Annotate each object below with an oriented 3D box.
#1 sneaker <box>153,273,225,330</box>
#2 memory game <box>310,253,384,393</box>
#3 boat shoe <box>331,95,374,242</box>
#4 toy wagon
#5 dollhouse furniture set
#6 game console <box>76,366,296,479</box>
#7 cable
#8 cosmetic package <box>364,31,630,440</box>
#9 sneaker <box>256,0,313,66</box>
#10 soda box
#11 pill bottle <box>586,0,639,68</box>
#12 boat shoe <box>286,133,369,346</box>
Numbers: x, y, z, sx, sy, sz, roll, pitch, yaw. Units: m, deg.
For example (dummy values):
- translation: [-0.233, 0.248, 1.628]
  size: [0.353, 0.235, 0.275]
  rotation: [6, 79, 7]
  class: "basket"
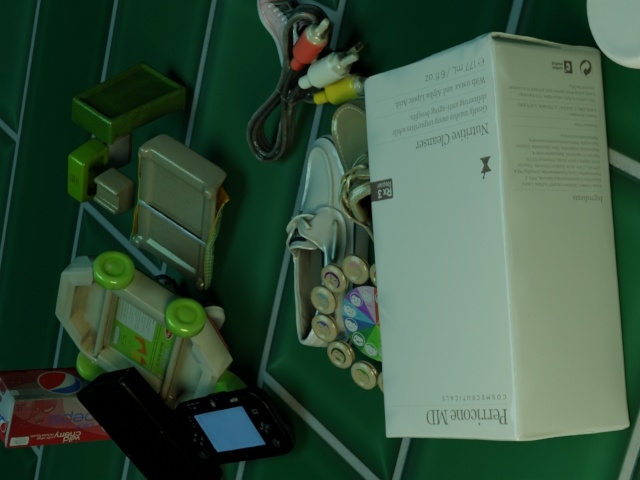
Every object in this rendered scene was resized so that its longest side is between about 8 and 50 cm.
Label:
- translation: [-0.216, 0.097, 2.145]
  size: [0.217, 0.079, 0.121]
  rotation: [-37, 60, 52]
  class: "sneaker"
- translation: [0.063, 0.101, 1.691]
  size: [0.186, 0.012, 0.186]
  rotation: [19, 124, 31]
  class: "memory game"
- translation: [0.074, -0.062, 1.676]
  size: [0.302, 0.098, 0.109]
  rotation: [61, 137, 37]
  class: "boat shoe"
- translation: [-0.220, 0.159, 2.044]
  size: [0.344, 0.068, 0.267]
  rotation: [32, 143, 8]
  class: "toy wagon"
- translation: [-0.219, -0.096, 2.168]
  size: [0.301, 0.151, 0.197]
  rotation: [33, 134, 27]
  class: "dollhouse furniture set"
- translation: [-0.177, 0.255, 2.015]
  size: [0.361, 0.044, 0.213]
  rotation: [-18, 116, 47]
  class: "game console"
- translation: [-0.039, -0.194, 1.853]
  size: [0.139, 0.072, 0.287]
  rotation: [49, 136, -5]
  class: "cable"
- translation: [0.173, 0.007, 1.470]
  size: [0.217, 0.156, 0.385]
  rotation: [-13, 77, 55]
  class: "cosmetic package"
- translation: [-0.036, -0.283, 1.894]
  size: [0.070, 0.051, 0.134]
  rotation: [-45, 60, 53]
  class: "sneaker"
- translation: [-0.357, 0.246, 2.193]
  size: [0.092, 0.263, 0.083]
  rotation: [42, 124, 50]
  class: "soda box"
- translation: [0.329, -0.191, 1.178]
  size: [0.117, 0.208, 0.118]
  rotation: [-2, 88, 58]
  class: "pill bottle"
- translation: [0.000, 0.000, 1.801]
  size: [0.096, 0.088, 0.268]
  rotation: [-2, 88, 58]
  class: "boat shoe"
